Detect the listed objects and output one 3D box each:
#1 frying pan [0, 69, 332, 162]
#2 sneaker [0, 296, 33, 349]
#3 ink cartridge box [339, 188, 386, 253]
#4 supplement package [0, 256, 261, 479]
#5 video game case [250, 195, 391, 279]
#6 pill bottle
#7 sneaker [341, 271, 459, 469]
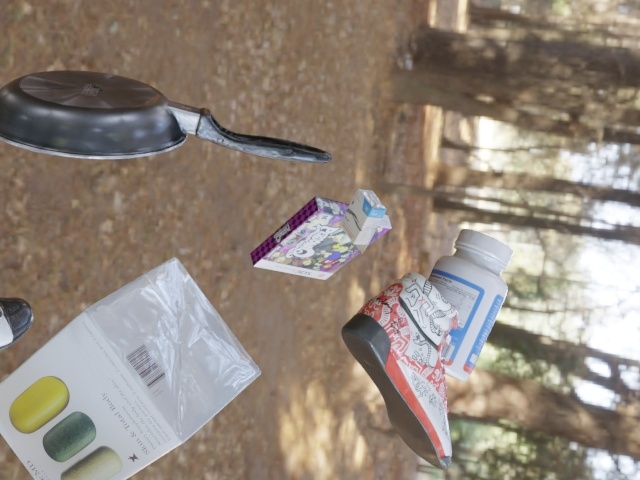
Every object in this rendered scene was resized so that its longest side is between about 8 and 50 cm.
[{"bbox_3d":[-0.166,-0.109,0.879,0.197,0.326,0.053,-50,151,-63],"label":"frying pan"},{"bbox_3d":[-0.699,0.143,1.804,0.330,0.122,0.146,-14,134,-53],"label":"sneaker"},{"bbox_3d":[0.058,-0.027,1.328,0.048,0.028,0.083,56,-49,42],"label":"ink cartridge box"},{"bbox_3d":[-0.265,0.194,1.215,0.199,0.262,0.198,53,32,0],"label":"supplement package"},{"bbox_3d":[0.000,0.000,1.957,0.232,0.210,0.042,-39,-127,36],"label":"video game case"},{"bbox_3d":[0.221,0.100,1.452,0.221,0.124,0.124,-64,168,-6],"label":"pill bottle"},{"bbox_3d":[0.144,0.171,1.220,0.145,0.090,0.270,-42,117,-23],"label":"sneaker"}]
